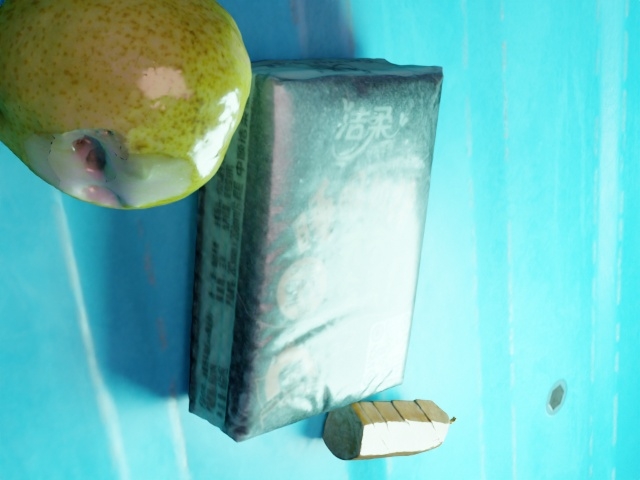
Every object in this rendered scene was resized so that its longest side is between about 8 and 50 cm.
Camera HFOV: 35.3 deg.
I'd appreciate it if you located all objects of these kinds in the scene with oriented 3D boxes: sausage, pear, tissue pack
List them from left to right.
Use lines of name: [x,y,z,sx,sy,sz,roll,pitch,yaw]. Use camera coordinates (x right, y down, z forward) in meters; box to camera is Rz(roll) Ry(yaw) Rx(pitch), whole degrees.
pear: [-0.138,-0.105,0.673,0.178,0.178,0.178,-19,117,-42]
tissue pack: [0.000,0.000,0.896,0.228,0.103,0.316,-11,112,-46]
sausage: [0.079,0.201,1.082,0.169,0.065,0.065,8,98,-47]
